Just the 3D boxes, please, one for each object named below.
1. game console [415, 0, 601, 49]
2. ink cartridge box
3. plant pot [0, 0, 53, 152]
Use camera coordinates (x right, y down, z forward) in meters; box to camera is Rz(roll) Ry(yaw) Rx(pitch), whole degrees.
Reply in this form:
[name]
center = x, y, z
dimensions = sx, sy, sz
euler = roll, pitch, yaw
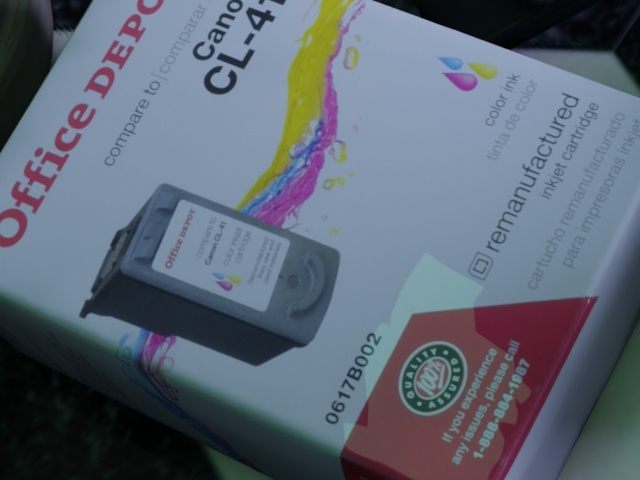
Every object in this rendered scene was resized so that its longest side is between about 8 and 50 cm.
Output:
[game console]
center = 0.124, -0.279, 0.942
dimensions = 0.293, 0.173, 0.250
euler = -28, 58, 20
[ink cartridge box]
center = 0.000, 0.000, 0.912
dimensions = 0.306, 0.131, 0.226
euler = 23, 73, 19
[plant pot]
center = -0.319, -0.172, 0.948
dimensions = 0.323, 0.280, 0.323
euler = -1, 60, 1
